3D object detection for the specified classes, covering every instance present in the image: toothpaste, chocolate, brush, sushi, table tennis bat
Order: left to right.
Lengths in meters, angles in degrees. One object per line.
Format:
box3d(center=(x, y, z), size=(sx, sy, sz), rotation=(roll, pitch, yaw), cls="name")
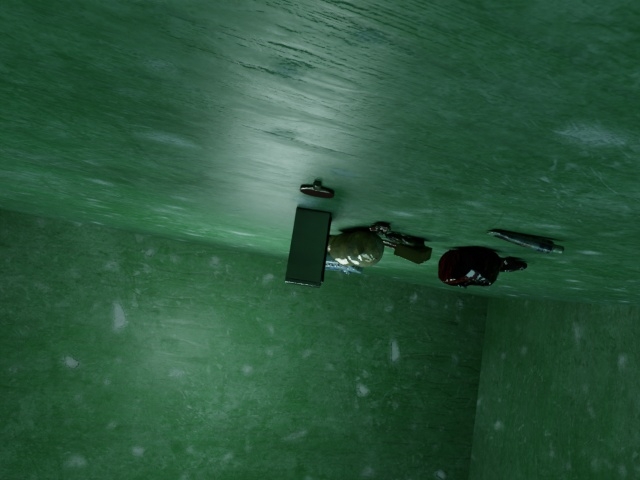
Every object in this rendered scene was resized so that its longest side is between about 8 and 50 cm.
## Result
box3d(center=(-0.008, -0.123, 1.340), size=(0.086, 0.013, 0.156), rotation=(11, 175, 1), cls="table tennis bat")
box3d(center=(0.130, 0.029, 1.946), size=(0.134, 0.134, 0.309), rotation=(11, 174, -19), cls="chocolate")
box3d(center=(0.270, 0.019, 1.958), size=(0.233, 0.047, 0.103), rotation=(21, -162, 30), cls="brush")
box3d(center=(0.530, 0.096, 1.972), size=(0.126, 0.137, 0.225), rotation=(9, 167, -25), cls="sushi")
box3d(center=(0.576, 0.002, 1.544), size=(0.216, 0.037, 0.062), rotation=(14, 174, -2), cls="toothpaste")

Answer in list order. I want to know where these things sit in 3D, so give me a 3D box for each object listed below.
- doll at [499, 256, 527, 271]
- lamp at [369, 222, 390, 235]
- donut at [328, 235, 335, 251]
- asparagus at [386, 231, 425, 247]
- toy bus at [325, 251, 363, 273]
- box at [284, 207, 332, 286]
box3d(center=(0.701, 0.093, 2.060), size=(0.165, 0.057, 0.139), rotation=(1, 173, -8), cls="doll")
box3d(center=(0.192, -0.038, 1.716), size=(0.063, 0.031, 0.083), rotation=(9, 169, -11), cls="lamp")
box3d(center=(0.085, 0.025, 2.227), size=(0.165, 0.065, 0.117), rotation=(13, 172, -20), cls="donut")
box3d(center=(0.288, -0.002, 1.871), size=(0.165, 0.036, 0.030), rotation=(13, 153, -28), cls="asparagus")
box3d(center=(0.046, 0.086, 2.646), size=(0.329, 0.109, 0.136), rotation=(3, 160, 36), cls="toy bus")
box3d(center=(-0.035, 0.031, 1.746), size=(0.117, 0.225, 0.225), rotation=(9, 174, -1), cls="box")
